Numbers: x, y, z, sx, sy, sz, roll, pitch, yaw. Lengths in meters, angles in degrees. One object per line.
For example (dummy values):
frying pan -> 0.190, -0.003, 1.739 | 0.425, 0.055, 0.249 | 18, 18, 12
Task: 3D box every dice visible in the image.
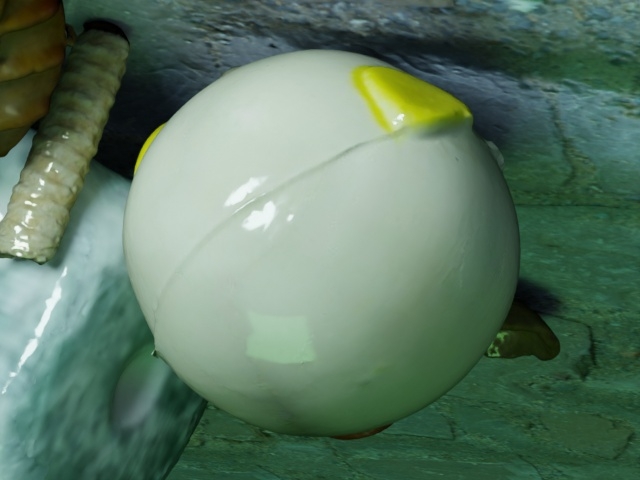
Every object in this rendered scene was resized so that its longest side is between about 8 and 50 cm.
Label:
dice -> -0.306, 0.072, 1.710 | 0.348, 0.330, 0.328 | 24, 172, 27

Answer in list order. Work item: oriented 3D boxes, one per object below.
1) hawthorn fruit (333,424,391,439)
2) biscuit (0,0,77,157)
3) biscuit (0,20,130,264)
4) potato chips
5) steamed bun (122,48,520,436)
hawthorn fruit -> 0.016, 0.157, 2.121 | 0.169, 0.169, 0.188 | 23, 148, -32
biscuit -> -0.351, -0.163, 1.314 | 0.366, 0.115, 0.268 | -12, 142, -31
biscuit -> -0.218, -0.082, 1.516 | 0.061, 0.219, 0.055 | 9, 163, 35
potato chips -> 0.169, 0.085, 2.000 | 0.208, 0.062, 0.195 | 8, 166, 4
steamed bun -> 0.004, 0.005, 1.496 | 0.333, 0.334, 0.374 | 5, 164, 14
